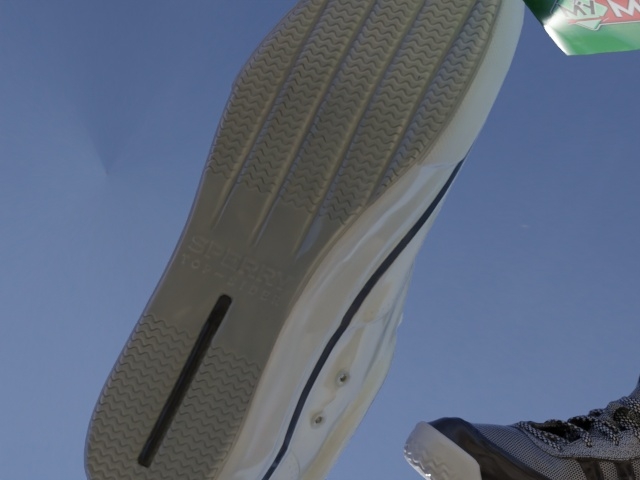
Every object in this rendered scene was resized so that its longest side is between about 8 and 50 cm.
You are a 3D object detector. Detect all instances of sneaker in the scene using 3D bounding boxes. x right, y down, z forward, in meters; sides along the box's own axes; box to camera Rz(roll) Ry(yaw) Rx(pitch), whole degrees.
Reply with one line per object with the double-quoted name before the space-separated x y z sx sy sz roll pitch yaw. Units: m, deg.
"sneaker" 0.178 0.118 1.021 0.268 0.101 0.153 23 -86 -32
"sneaker" 0.000 0.000 0.635 0.094 0.091 0.258 30 -94 28

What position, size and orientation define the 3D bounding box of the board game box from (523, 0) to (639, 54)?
"board game box" 0.220 -0.157 0.447 0.046 0.317 0.214 41 -120 -41
